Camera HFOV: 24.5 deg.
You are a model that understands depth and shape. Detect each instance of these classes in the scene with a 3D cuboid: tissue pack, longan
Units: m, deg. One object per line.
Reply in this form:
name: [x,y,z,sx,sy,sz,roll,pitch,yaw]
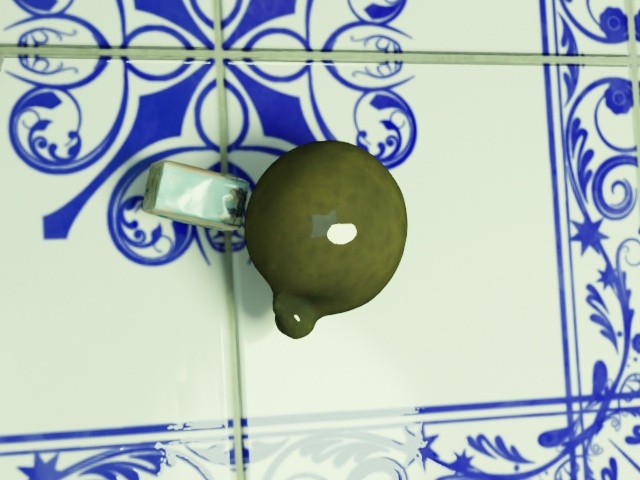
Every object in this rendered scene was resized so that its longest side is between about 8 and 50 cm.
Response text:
tissue pack: [-0.128,-0.045,1.487,0.094,0.074,0.059,13,88,-19]
longan: [0.000,0.000,1.476,0.185,0.159,0.204,17,92,-57]

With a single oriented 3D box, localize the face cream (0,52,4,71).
face cream: [-0.412,-0.092,1.392,0.154,0.096,0.274,20,66,-14]
